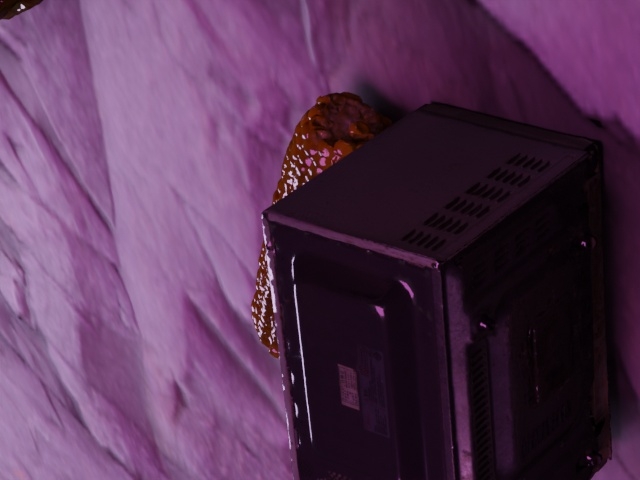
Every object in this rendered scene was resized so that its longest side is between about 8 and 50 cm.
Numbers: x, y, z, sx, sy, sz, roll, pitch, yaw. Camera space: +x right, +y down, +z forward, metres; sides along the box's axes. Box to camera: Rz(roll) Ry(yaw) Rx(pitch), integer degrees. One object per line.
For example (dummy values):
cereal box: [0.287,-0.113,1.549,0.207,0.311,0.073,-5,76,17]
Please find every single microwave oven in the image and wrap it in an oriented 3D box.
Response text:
microwave oven: [0.070,0.057,0.943,0.129,0.163,0.205,16,127,34]

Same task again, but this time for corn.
corn: [0.000,0.000,1.043,0.068,0.068,0.207,35,140,21]

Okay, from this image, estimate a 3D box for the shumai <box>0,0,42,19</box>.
shumai: [-0.279,-0.217,1.048,0.222,0.204,0.271,-10,109,48]
